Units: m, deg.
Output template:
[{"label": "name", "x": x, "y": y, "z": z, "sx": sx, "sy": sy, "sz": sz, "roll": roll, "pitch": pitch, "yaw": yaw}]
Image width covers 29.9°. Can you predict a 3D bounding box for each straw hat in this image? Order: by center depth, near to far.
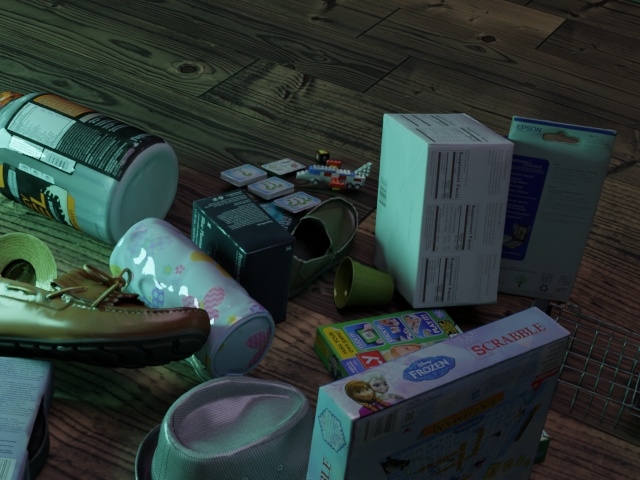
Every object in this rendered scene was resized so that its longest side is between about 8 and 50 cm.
[{"label": "straw hat", "x": -0.447, "y": 0.064, "z": 1.784, "sx": 0.144, "sy": 0.144, "sz": 0.061, "roll": 17, "pitch": -7, "yaw": 13}]

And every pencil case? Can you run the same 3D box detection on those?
[{"label": "pencil case", "x": -0.186, "y": 0.081, "z": 1.698, "sx": 0.273, "sy": 0.124, "sz": 0.113, "roll": 38, "pitch": 3, "yaw": 34}]

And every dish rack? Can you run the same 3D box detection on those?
[{"label": "dish rack", "x": 0.410, "y": 0.190, "z": 1.781, "sx": 0.271, "sy": 0.074, "sz": 0.208, "roll": 19, "pitch": 36, "yaw": 14}]

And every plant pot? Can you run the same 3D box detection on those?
[{"label": "plant pot", "x": 0.071, "y": 0.072, "z": 1.889, "sx": 0.079, "sy": 0.083, "sz": 0.083, "roll": 10, "pitch": 31, "yaw": -20}]

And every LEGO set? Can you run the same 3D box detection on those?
[{"label": "LEGO set", "x": -0.032, "y": -0.127, "z": 2.164, "sx": 0.182, "sy": 0.060, "sz": 0.244, "roll": 26, "pitch": 30, "yaw": 33}]

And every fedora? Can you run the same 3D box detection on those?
[{"label": "fedora", "x": -0.099, "y": 0.255, "z": 1.518, "sx": 0.275, "sy": 0.124, "sz": 0.244, "roll": -9, "pitch": 37, "yaw": -24}]

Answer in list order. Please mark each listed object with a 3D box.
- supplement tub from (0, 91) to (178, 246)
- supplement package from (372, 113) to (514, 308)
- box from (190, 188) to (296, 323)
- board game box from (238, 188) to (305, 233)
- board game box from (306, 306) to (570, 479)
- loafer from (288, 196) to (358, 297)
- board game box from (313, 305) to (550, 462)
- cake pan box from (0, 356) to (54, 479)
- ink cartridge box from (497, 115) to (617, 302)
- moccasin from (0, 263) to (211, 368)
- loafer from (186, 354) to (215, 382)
[{"label": "supplement tub", "x": -0.410, "y": -0.126, "z": 1.974, "sx": 0.316, "sy": 0.194, "sz": 0.193, "roll": 23, "pitch": 36, "yaw": 22}, {"label": "supplement package", "x": 0.189, "y": -0.053, "z": 1.893, "sx": 0.145, "sy": 0.262, "sz": 0.204, "roll": -2, "pitch": 20, "yaw": -16}, {"label": "box", "x": -0.123, "y": 0.031, "z": 1.827, "sx": 0.093, "sy": 0.156, "sz": 0.158, "roll": -17, "pitch": 41, "yaw": -32}, {"label": "board game box", "x": -0.107, "y": -0.021, "z": 2.031, "sx": 0.126, "sy": 0.026, "sz": 0.186, "roll": 13, "pitch": 33, "yaw": 7}, {"label": "board game box", "x": 0.124, "y": 0.259, "z": 1.383, "sx": 0.318, "sy": 0.318, "sz": 0.066, "roll": -16, "pitch": 39, "yaw": -33}, {"label": "loafer", "x": 0.000, "y": 0.000, "z": 1.946, "sx": 0.094, "sy": 0.087, "sz": 0.251, "roll": 38, "pitch": 42, "yaw": 2}, {"label": "board game box", "x": 0.151, "y": 0.215, "z": 1.706, "sx": 0.213, "sy": 0.046, "sz": 0.317, "roll": -8, "pitch": 36, "yaw": -24}, {"label": "cake pan box", "x": -0.479, "y": 0.238, "z": 1.515, "sx": 0.266, "sy": 0.070, "sz": 0.246, "roll": 5, "pitch": 35, "yaw": -5}, {"label": "ink cartridge box", "x": 0.351, "y": -0.057, "z": 1.903, "sx": 0.165, "sy": 0.333, "sz": 0.065, "roll": 10, "pitch": 36, "yaw": 1}, {"label": "moccasin", "x": -0.324, "y": 0.093, "z": 1.628, "sx": 0.380, "sy": 0.139, "sz": 0.147, "roll": 1, "pitch": 71, "yaw": 27}, {"label": "loafer", "x": -0.161, "y": 0.169, "z": 1.713, "sx": 0.045, "sy": 0.039, "sz": 0.125, "roll": -18, "pitch": 41, "yaw": -37}]
